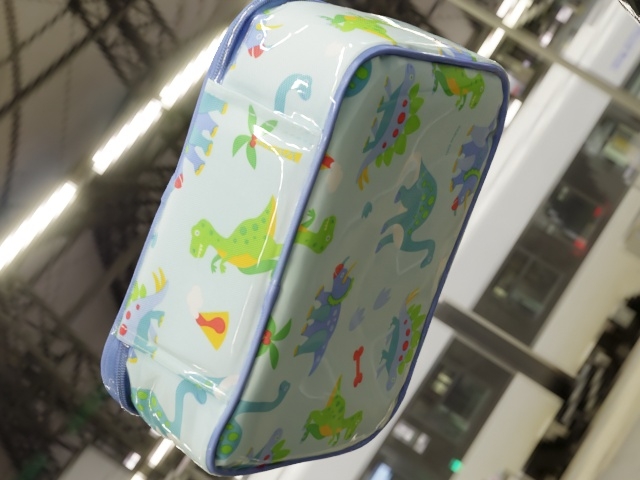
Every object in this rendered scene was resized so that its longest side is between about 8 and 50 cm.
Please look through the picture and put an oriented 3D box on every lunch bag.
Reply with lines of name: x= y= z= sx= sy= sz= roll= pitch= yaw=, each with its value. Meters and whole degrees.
lunch bag: x=0.000 y=0.000 z=0.664 sx=0.176 sy=0.090 sz=0.219 roll=-2 pitch=-64 yaw=-55

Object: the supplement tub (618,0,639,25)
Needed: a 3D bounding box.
supplement tub: x=0.209 y=-0.085 z=0.389 sx=0.207 sy=0.338 sz=0.207 roll=-14 pitch=-43 yaw=-14
